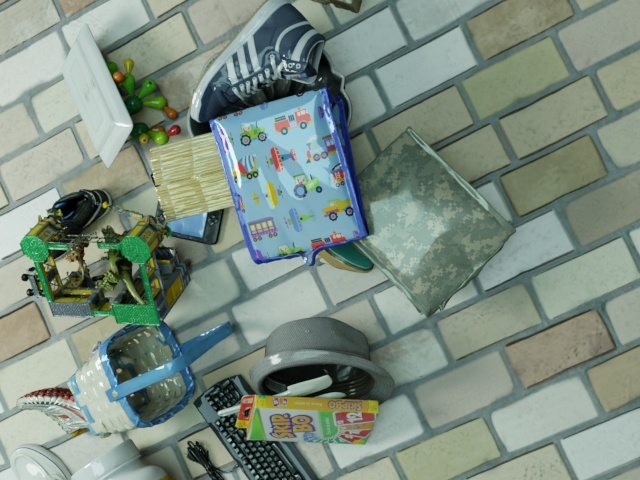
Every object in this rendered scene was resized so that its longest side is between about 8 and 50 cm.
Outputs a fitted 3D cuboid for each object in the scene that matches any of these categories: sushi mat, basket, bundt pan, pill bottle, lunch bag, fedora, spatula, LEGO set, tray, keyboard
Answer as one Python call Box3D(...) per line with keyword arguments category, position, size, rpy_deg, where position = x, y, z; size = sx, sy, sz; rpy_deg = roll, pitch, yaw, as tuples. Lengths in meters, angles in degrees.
Box3D(category="sushi mat", position=(-0.168, -0.141, 1.816), size=(0.316, 0.019, 0.152), rpy_deg=(-13, 86, 12))
Box3D(category="basket", position=(-0.329, 0.253, 1.860), size=(0.289, 0.255, 0.201), rpy_deg=(-22, 92, 21))
Box3D(category="bundt pan", position=(-0.088, -0.238, 1.871), size=(0.330, 0.124, 0.331), rpy_deg=(0, 91, 13))
Box3D(category="pill bottle", position=(-0.350, 0.574, 1.897), size=(0.188, 0.188, 0.334), rpy_deg=(-36, 82, 10))
Box3D(category="lunch bag", position=(0.188, -0.027, 1.779), size=(0.235, 0.169, 0.287), rpy_deg=(-44, 78, 2))
Box3D(category="fedora", position=(0.002, 0.228, 1.829), size=(0.275, 0.244, 0.124), rpy_deg=(1, 57, -2))
Box3D(category="spatula", position=(-0.059, 0.329, 1.833), size=(0.242, 0.168, 0.019), rpy_deg=(-20, 53, 17))
Box3D(category="lunch bag", position=(-0.046, -0.098, 1.707), size=(0.220, 0.138, 0.293), rpy_deg=(-14, 86, 13))
Box3D(category="LEGO set", position=(-0.409, 0.030, 1.896), size=(0.331, 0.192, 0.255), rpy_deg=(-7, 119, 21))
Box3D(category="tray", position=(-0.463, -0.294, 1.936), size=(0.145, 0.030, 0.270), rpy_deg=(-47, 62, 42))
Box3D(category="keyboard", position=(-0.154, 0.445, 1.933), size=(0.201, 0.033, 0.317), rpy_deg=(-40, 81, 10))

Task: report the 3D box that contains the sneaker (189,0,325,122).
Box3D(category="sneaker", position=(-0.110, -0.303, 1.763), size=(0.153, 0.099, 0.282), rpy_deg=(40, 95, 12))

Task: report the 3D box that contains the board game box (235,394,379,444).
Box3D(category="board game box", position=(-0.027, 0.342, 1.818), size=(0.259, 0.124, 0.039), rpy_deg=(6, 48, -8))

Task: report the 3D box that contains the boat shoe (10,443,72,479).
Box3D(category="boat shoe", position=(-0.566, 0.542, 1.996), size=(0.096, 0.088, 0.267), rpy_deg=(-40, 82, 10))

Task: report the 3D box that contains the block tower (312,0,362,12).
Box3D(category="block tower", position=(-0.077, -0.540, 1.886), size=(0.335, 0.097, 0.091), rpy_deg=(17, 94, 10))

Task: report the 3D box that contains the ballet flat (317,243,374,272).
Box3D(category="ballet flat", position=(0.000, 0.000, 1.881), size=(0.232, 0.080, 0.073), rpy_deg=(36, 136, 2))

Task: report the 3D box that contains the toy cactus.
Box3D(category="toy cactus", position=(-0.402, -0.260, 1.963), size=(0.180, 0.112, 0.219), rpy_deg=(-42, 90, 19))

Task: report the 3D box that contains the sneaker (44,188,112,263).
Box3D(category="sneaker", position=(-0.542, -0.034, 1.974), size=(0.217, 0.121, 0.079), rpy_deg=(-42, 80, 9))

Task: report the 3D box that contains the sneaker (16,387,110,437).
Box3D(category="sneaker", position=(-0.532, 0.362, 1.990), size=(0.225, 0.088, 0.093), rpy_deg=(7, 93, 13))

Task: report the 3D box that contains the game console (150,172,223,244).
Box3D(category="game console", position=(-0.277, -0.062, 1.933), size=(0.144, 0.085, 0.124), rpy_deg=(12, 92, 13))

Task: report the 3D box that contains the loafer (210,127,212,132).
Box3D(category="loafer", position=(-0.259, -0.186, 1.952), size=(0.125, 0.045, 0.039), rpy_deg=(-38, 89, 7))
